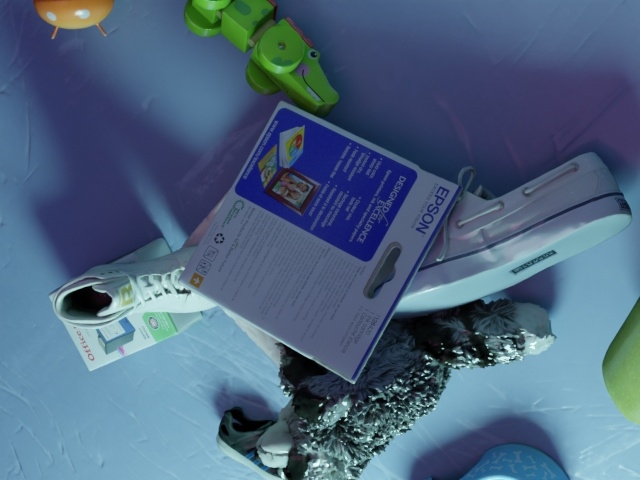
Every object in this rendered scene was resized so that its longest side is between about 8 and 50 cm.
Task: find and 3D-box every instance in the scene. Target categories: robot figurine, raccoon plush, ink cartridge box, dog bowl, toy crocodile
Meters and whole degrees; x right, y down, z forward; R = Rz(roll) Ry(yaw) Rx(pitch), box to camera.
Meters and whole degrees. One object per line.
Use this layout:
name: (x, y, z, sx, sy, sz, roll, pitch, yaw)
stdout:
robot figurine: (-0.379, -0.419, 1.693, 0.128, 0.158, 0.219, 16, 115, 46)
raccoon plush: (0.120, 0.263, 1.631, 0.446, 0.216, 0.299, -1, 129, 11)
ink cartridge box: (0.000, 0.000, 1.551, 0.307, 0.072, 0.304, 28, 86, 21)
dog bowl: (0.243, 0.427, 1.704, 0.297, 0.074, 0.166, -33, 91, 32)
toy crocodile: (-0.098, -0.312, 1.608, 0.340, 0.105, 0.115, 44, 160, 4)
ink cartridge box: (-0.328, 0.109, 1.872, 0.212, 0.093, 0.154, -23, 97, 32)

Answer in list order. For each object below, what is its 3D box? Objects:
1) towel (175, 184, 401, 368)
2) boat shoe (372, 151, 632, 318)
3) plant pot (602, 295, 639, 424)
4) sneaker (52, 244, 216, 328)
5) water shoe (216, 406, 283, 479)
towel: (-0.030, 0.042, 1.721, 0.332, 0.053, 0.317, 46, 120, 5)
boat shoe: (0.223, -0.023, 1.514, 0.367, 0.136, 0.156, -27, 66, 20)
plant pot: (0.492, 0.120, 1.383, 0.276, 0.276, 0.254, 37, 132, 11)
sneaker: (-0.257, 0.079, 1.692, 0.292, 0.169, 0.108, -10, 98, 13)
water shoe: (-0.083, 0.342, 1.841, 0.203, 0.073, 0.080, 19, 113, 19)
